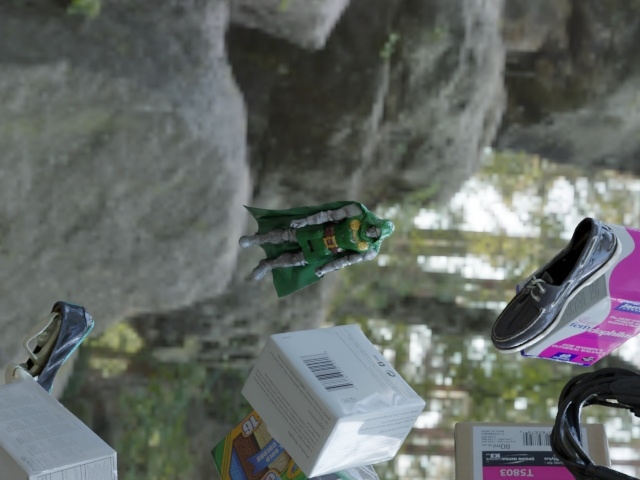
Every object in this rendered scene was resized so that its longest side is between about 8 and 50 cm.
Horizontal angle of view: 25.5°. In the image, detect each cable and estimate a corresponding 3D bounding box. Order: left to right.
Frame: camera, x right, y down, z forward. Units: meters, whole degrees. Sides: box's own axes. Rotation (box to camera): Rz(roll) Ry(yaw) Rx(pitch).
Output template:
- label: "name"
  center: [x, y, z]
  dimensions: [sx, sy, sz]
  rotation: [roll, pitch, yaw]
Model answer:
- label: "cable"
  center: [0.284, 0.187, 1.256]
  dimensions: [0.184, 0.047, 0.150]
  rotation: [-1, -66, 46]

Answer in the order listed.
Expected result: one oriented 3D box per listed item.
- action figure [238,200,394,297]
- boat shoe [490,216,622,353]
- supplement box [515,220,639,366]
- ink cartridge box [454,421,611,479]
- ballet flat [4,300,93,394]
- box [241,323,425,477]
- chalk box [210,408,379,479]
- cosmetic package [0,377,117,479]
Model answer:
- label: "action figure"
  center: [0.000, 0.000, 1.833]
  dimensions: [0.063, 0.232, 0.137]
  rotation: [-39, 110, -48]
- label: "boat shoe"
  center: [0.279, 0.052, 1.752]
  dimensions: [0.065, 0.206, 0.075]
  rotation: [42, 6, -40]
- label: "supplement box"
  center: [0.364, 0.075, 1.890]
  dimensions: [0.220, 0.111, 0.114]
  rotation: [130, -35, -55]
- label: "ink cartridge box"
  center: [0.317, 0.368, 2.124]
  dimensions: [0.193, 0.235, 0.088]
  rotation: [-85, 173, -52]
- label: "ballet flat"
  center: [-0.388, 0.169, 1.929]
  dimensions: [0.203, 0.074, 0.074]
  rotation: [-60, 177, -15]
- label: "box"
  center: [0.017, 0.228, 2.049]
  dimensions: [0.181, 0.182, 0.119]
  rotation: [48, -55, 33]
- label: "chalk box"
  center: [-0.021, 0.390, 2.179]
  dimensions: [0.179, 0.180, 0.289]
  rotation: [-45, -149, 9]
- label: "cosmetic package"
  center: [-0.316, 0.225, 1.549]
  dimensions: [0.239, 0.099, 0.060]
  rotation: [25, -60, 54]
